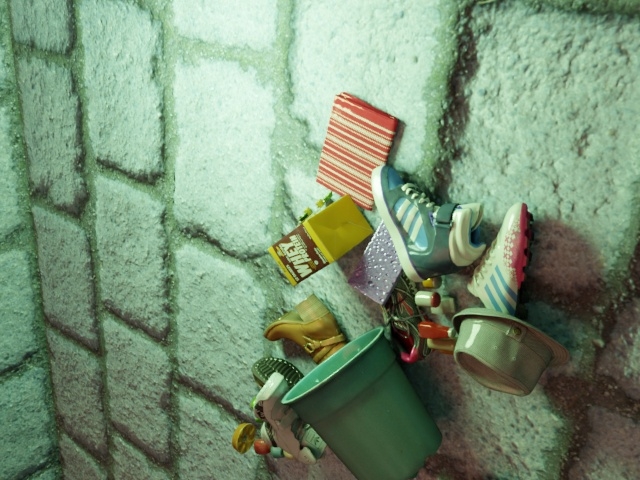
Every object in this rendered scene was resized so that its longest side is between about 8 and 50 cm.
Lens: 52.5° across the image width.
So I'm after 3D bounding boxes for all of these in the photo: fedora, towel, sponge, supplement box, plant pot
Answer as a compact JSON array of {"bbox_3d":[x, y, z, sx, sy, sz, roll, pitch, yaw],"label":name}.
[{"bbox_3d":[0.421,0.273,1.508,0.275,0.124,0.243,32,155,-3],"label":"fedora"},{"bbox_3d":[0.094,-0.237,1.735,0.199,0.031,0.274,31,126,25],"label":"towel"},{"bbox_3d":[0.169,0.054,1.715,0.117,0.031,0.210,30,92,26],"label":"sponge"},{"bbox_3d":[0.000,0.000,1.779,0.194,0.191,0.129,-34,91,46],"label":"supplement box"},{"bbox_3d":[0.131,0.464,1.747,0.334,0.341,0.341,53,132,3],"label":"plant pot"}]

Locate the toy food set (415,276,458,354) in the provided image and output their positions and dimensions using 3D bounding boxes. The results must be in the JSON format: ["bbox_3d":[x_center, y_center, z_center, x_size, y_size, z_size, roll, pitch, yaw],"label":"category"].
[{"bbox_3d":[0.321,0.201,1.655,0.105,0.111,0.232,1,109,42],"label":"toy food set"}]

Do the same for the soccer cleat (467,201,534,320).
[{"bbox_3d":[0.415,0.069,1.515,0.143,0.116,0.331,7,113,22],"label":"soccer cleat"}]

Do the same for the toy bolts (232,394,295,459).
[{"bbox_3d":[-0.164,0.672,2.203,0.159,0.218,0.228,9,130,31],"label":"toy bolts"}]

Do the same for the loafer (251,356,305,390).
[{"bbox_3d":[-0.085,0.518,2.104,0.366,0.134,0.130,33,127,25],"label":"loafer"}]

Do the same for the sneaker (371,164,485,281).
[{"bbox_3d":[0.280,-0.075,1.586,0.236,0.130,0.322,-26,75,30],"label":"sneaker"}]

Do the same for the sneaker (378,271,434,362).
[{"bbox_3d":[0.211,0.183,1.744,0.121,0.112,0.299,-36,82,42],"label":"sneaker"}]

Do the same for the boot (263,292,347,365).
[{"bbox_3d":[-0.040,0.312,2.023,0.283,0.109,0.220,-38,85,35],"label":"boot"}]

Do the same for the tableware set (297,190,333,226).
[{"bbox_3d":[-0.020,-0.093,1.843,0.024,0.104,0.154,46,156,-6],"label":"tableware set"}]

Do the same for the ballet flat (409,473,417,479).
[{"bbox_3d":[0.231,0.593,1.921,0.079,0.077,0.221,-16,91,61],"label":"ballet flat"}]

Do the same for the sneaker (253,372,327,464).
[{"bbox_3d":[-0.072,0.536,1.927,0.210,0.137,0.365,23,142,20],"label":"sneaker"}]
